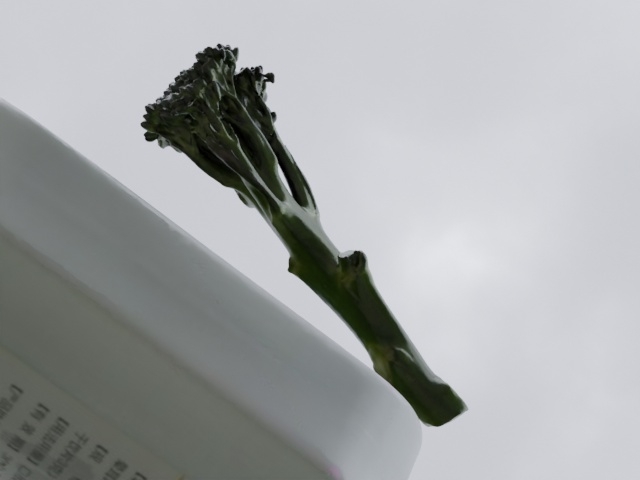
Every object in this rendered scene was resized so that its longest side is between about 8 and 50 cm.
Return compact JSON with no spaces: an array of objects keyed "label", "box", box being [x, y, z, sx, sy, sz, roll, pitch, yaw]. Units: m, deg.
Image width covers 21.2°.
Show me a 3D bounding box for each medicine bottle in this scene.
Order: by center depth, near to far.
[{"label":"medicine bottle","box":[-0.072,0.088,0.734,0.179,0.324,0.124,-49,-174,41]}]

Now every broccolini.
[{"label":"broccolini","box":[-0.002,0.002,0.825,0.067,0.058,0.216,-37,-100,-10]}]
